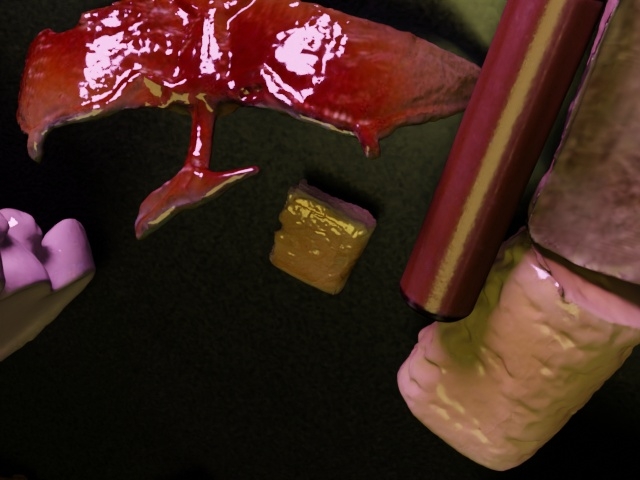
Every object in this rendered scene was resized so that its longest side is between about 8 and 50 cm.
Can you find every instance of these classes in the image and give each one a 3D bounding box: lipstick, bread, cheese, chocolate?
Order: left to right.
[{"bbox_3d":[0.000,0.000,0.736,0.070,0.035,0.083,23,129,4],"label":"bread"},{"bbox_3d":[0.144,0.077,0.698,0.123,0.094,0.167,32,123,-3],"label":"cheese"},{"bbox_3d":[0.129,-0.109,0.592,0.057,0.057,0.356,21,113,6],"label":"lipstick"},{"bbox_3d":[0.245,-0.101,0.563,0.185,0.100,0.303,15,127,2],"label":"chocolate"}]

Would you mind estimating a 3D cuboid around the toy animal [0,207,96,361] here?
[{"bbox_3d":[-0.338,-0.016,0.728,0.265,0.272,0.206,45,96,5],"label":"toy animal"}]

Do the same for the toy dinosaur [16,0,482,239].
[{"bbox_3d":[-0.053,-0.107,0.654,0.327,0.113,0.206,-23,72,6],"label":"toy dinosaur"}]

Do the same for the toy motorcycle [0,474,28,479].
[{"bbox_3d":[-0.397,0.250,0.960,0.229,0.129,0.094,4,143,1],"label":"toy motorcycle"}]
